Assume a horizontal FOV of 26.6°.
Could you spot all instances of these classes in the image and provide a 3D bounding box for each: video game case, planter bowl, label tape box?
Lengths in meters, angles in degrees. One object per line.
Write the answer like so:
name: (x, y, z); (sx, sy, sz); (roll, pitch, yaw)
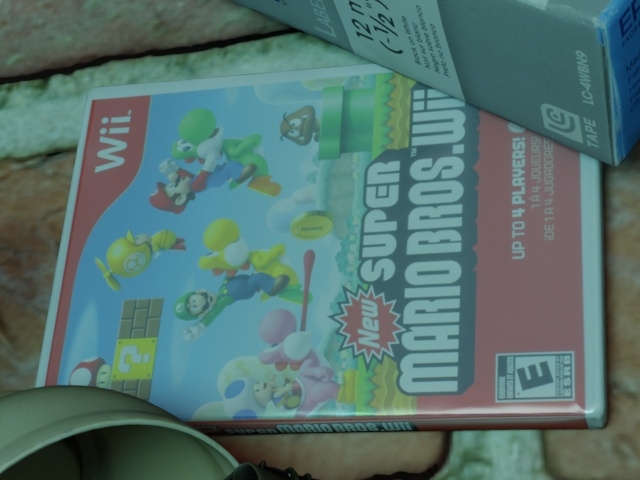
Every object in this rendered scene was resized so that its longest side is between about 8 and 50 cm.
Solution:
video game case: (0.000, 0.000, 0.694); (0.285, 0.025, 0.204); (-3, 63, 15)
planter bowl: (-0.122, 0.131, 0.598); (0.162, 0.162, 0.109); (-47, 38, -10)
label tape box: (0.074, -0.220, 0.723); (0.348, 0.115, 0.249); (29, 70, 29)

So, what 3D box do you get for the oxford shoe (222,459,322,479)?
oxford shoe: (0.004, 0.134, 0.549); (0.227, 0.096, 0.083); (-11, 20, -20)
